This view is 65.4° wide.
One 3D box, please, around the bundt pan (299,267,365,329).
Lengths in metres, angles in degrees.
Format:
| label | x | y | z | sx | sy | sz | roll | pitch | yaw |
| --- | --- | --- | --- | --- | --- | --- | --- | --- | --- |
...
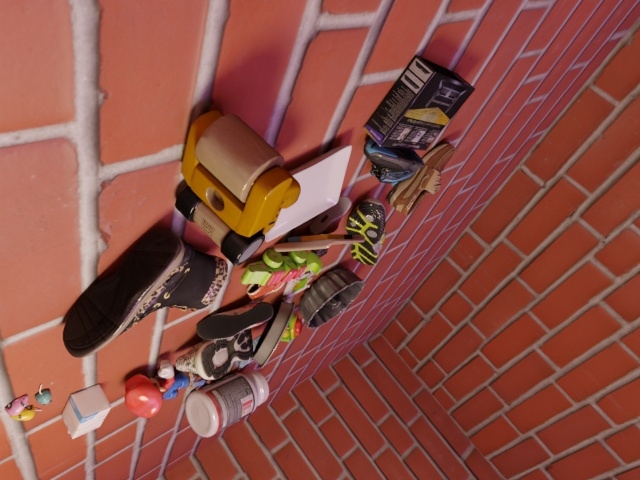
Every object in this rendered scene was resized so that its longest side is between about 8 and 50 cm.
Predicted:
| label | x | y | z | sx | sy | sz | roll | pitch | yaw |
| --- | --- | --- | --- | --- | --- | --- | --- | --- | --- |
| bundt pan | 0.036 | 0.246 | 2.228 | 0.331 | 0.124 | 0.331 | -35 | 158 | -16 |

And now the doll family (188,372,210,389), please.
| label | x | y | z | sx | sy | sz | roll | pitch | yaw |
| --- | --- | --- | --- | --- | --- | --- | --- | --- | --- |
| doll family | -0.464 | 0.535 | 2.035 | 0.193 | 0.076 | 0.111 | -42 | 164 | 19 |

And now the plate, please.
| label | x | y | z | sx | sy | sz | roll | pitch | yaw |
| --- | --- | --- | --- | --- | --- | --- | --- | --- | --- |
| plate | -0.048 | -0.139 | 1.417 | 0.278 | 0.045 | 0.277 | -31 | 158 | -24 |

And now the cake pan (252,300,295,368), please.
| label | x | y | z | sx | sy | sz | roll | pitch | yaw |
| --- | --- | --- | --- | --- | --- | --- | --- | --- | --- |
| cake pan | -0.191 | 0.367 | 1.997 | 0.293 | 0.054 | 0.293 | -61 | -174 | 10 |

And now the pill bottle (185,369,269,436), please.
| label | x | y | z | sx | sy | sz | roll | pitch | yaw |
| --- | --- | --- | --- | --- | --- | --- | --- | --- | --- |
| pill bottle | -0.423 | 0.741 | 2.318 | 0.363 | 0.210 | 0.210 | -12 | 145 | -51 |

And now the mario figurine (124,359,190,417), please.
| label | x | y | z | sx | sy | sz | roll | pitch | yaw |
| --- | --- | --- | --- | --- | --- | --- | --- | --- | --- |
| mario figurine | -0.581 | 0.495 | 1.736 | 0.320 | 0.170 | 0.198 | 43 | 60 | -79 |

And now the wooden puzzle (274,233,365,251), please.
| label | x | y | z | sx | sy | sz | roll | pitch | yaw |
| --- | --- | --- | --- | --- | --- | --- | --- | --- | --- |
| wooden puzzle | 0.000 | 0.000 | 1.640 | 0.221 | 0.044 | 0.238 | -4 | -177 | 33 |

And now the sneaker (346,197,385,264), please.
| label | x | y | z | sx | sy | sz | roll | pitch | yaw |
| --- | --- | --- | --- | --- | --- | --- | --- | --- | --- |
| sneaker | 0.185 | -0.056 | 1.913 | 0.385 | 0.145 | 0.147 | 92 | 20 | -60 |

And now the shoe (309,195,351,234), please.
| label | x | y | z | sx | sy | sz | roll | pitch | yaw |
| --- | --- | --- | --- | --- | --- | --- | --- | --- | --- |
| shoe | 0.045 | -0.082 | 1.673 | 0.178 | 0.063 | 0.081 | -43 | 161 | 21 |

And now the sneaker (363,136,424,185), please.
| label | x | y | z | sx | sy | sz | roll | pitch | yaw |
| --- | --- | --- | --- | --- | --- | --- | --- | --- | --- |
| sneaker | 0.215 | -0.235 | 1.565 | 0.139 | 0.125 | 0.341 | -44 | 157 | 22 |

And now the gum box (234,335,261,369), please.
| label | x | y | z | sx | sy | sz | roll | pitch | yaw |
| --- | --- | --- | --- | --- | --- | --- | --- | --- | --- |
| gum box | -0.300 | 0.498 | 2.276 | 0.184 | 0.041 | 0.157 | -30 | 157 | -28 |

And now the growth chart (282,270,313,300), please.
| label | x | y | z | sx | sy | sz | roll | pitch | yaw |
| --- | --- | --- | --- | --- | --- | --- | --- | --- | --- |
| growth chart | -0.078 | 0.156 | 1.997 | 0.172 | 0.021 | 0.237 | -29 | 157 | -29 |

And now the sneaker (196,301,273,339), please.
| label | x | y | z | sx | sy | sz | roll | pitch | yaw |
| --- | --- | --- | --- | --- | --- | --- | --- | --- | --- |
| sneaker | -0.302 | 0.286 | 1.771 | 0.270 | 0.090 | 0.145 | -17 | 176 | -14 |

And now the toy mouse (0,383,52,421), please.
| label | x | y | z | sx | sy | sz | roll | pitch | yaw |
| --- | --- | --- | --- | --- | --- | --- | --- | --- | --- |
| toy mouse | -0.783 | 0.443 | 1.348 | 0.143 | 0.031 | 0.161 | -45 | 159 | 13 |

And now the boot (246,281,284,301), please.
| label | x | y | z | sx | sy | sz | roll | pitch | yaw |
| --- | --- | --- | --- | --- | --- | --- | --- | --- | --- |
| boot | -0.187 | 0.152 | 1.752 | 0.158 | 0.059 | 0.084 | -37 | 154 | -6 |

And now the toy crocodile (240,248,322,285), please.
| label | x | y | z | sx | sy | sz | roll | pitch | yaw |
| --- | --- | --- | --- | --- | --- | --- | --- | --- | --- |
| toy crocodile | -0.127 | 0.096 | 1.669 | 0.340 | 0.105 | 0.115 | -8 | 142 | -54 |

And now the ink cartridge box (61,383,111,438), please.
| label | x | y | z | sx | sy | sz | roll | pitch | yaw |
| --- | --- | --- | --- | --- | --- | --- | --- | --- | --- |
| ink cartridge box | -0.728 | 0.532 | 1.541 | 0.092 | 0.090 | 0.143 | -11 | 146 | -52 |

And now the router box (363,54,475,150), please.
| label | x | y | z | sx | sy | sz | roll | pitch | yaw |
| --- | --- | --- | --- | --- | --- | --- | --- | --- | --- |
| router box | 0.293 | -0.385 | 1.452 | 0.309 | 0.081 | 0.243 | -9 | 143 | -54 |

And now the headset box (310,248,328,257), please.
| label | x | y | z | sx | sy | sz | roll | pitch | yaw |
| --- | --- | --- | --- | --- | --- | --- | --- | --- | --- |
| headset box | -0.002 | 0.031 | 1.856 | 0.062 | 0.032 | 0.083 | -30 | 159 | -25 |

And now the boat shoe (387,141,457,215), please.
| label | x | y | z | sx | sy | sz | roll | pitch | yaw |
| --- | --- | --- | --- | --- | --- | --- | --- | --- | --- |
| boat shoe | 0.406 | -0.227 | 1.911 | 0.324 | 0.120 | 0.122 | -47 | 159 | 18 |

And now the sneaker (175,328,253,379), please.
| label | x | y | z | sx | sy | sz | roll | pitch | yaw |
| --- | --- | --- | --- | --- | --- | --- | --- | --- | --- |
| sneaker | -0.386 | 0.394 | 1.849 | 0.182 | 0.158 | 0.410 | -6 | 180 | 19 |

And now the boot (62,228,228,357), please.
| label | x | y | z | sx | sy | sz | roll | pitch | yaw |
| --- | --- | --- | --- | --- | --- | --- | --- | --- | --- |
| boot | -0.417 | 0.145 | 1.243 | 0.377 | 0.138 | 0.284 | -48 | 159 | 5 |

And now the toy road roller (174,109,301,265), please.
| label | x | y | z | sx | sy | sz | roll | pitch | yaw |
| --- | --- | --- | --- | --- | --- | --- | --- | --- | --- |
| toy road roller | -0.148 | -0.130 | 1.066 | 0.240 | 0.202 | 0.329 | -40 | 168 | -37 |

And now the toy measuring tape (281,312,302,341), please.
| label | x | y | z | sx | sy | sz | roll | pitch | yaw |
| --- | --- | --- | --- | --- | --- | --- | --- | --- | --- |
| toy measuring tape | -0.128 | 0.371 | 2.263 | 0.121 | 0.121 | 0.330 | -44 | 176 | 9 |
